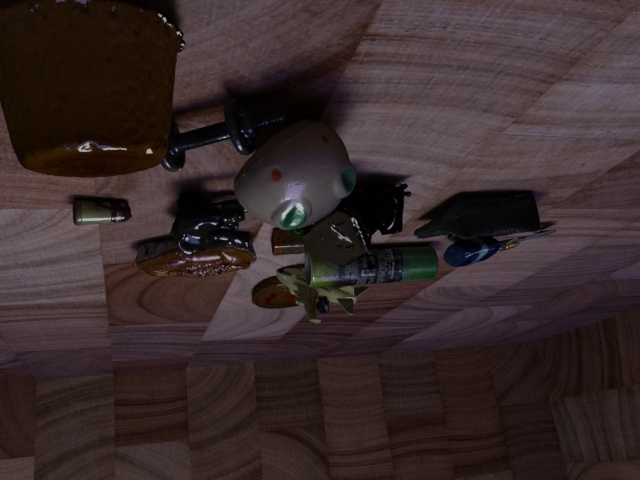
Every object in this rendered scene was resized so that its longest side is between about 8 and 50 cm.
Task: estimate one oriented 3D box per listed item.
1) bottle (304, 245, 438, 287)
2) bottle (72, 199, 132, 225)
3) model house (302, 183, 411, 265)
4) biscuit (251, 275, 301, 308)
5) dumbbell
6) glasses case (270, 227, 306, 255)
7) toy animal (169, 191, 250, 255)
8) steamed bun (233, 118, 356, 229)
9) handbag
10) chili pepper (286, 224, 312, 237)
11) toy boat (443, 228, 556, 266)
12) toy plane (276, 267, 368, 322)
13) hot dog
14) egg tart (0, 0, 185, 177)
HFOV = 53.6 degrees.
[{"bbox_3d":[0.129,0.064,1.597,0.330,0.093,0.093,-2,161,-13],"label":"bottle"},{"bbox_3d":[-0.397,-0.052,1.154,0.101,0.047,0.063,-2,-163,-27],"label":"bottle"},{"bbox_3d":[0.068,-0.046,1.236,0.141,0.164,0.203,42,148,-16],"label":"model house"},{"bbox_3d":[-0.075,0.155,1.867,0.257,0.049,0.273,-5,162,-7],"label":"biscuit"},{"bbox_3d":[-0.165,-0.147,0.897,0.254,0.081,0.081,-12,160,14],"label":"dumbbell"},{"bbox_3d":[0.000,0.000,1.432,0.218,0.049,0.075,-4,160,-10],"label":"glasses case"},{"bbox_3d":[-0.207,-0.022,1.193,0.146,0.114,0.245,0,160,-21],"label":"toy animal"},{"bbox_3d":[-0.033,-0.088,0.951,0.177,0.130,0.228,-35,180,-14],"label":"steamed bun"},{"bbox_3d":[0.357,-0.042,1.404,0.271,0.088,0.175,-6,172,-16],"label":"handbag"},{"bbox_3d":[-0.046,-0.045,1.265,0.072,0.073,0.204,-19,164,-7],"label":"chili pepper"},{"bbox_3d":[0.451,-0.003,1.567,0.291,0.067,0.220,-17,178,-16],"label":"toy boat"},{"bbox_3d":[-0.007,0.126,1.660,0.244,0.229,0.092,11,130,25],"label":"toy plane"},{"bbox_3d":[-0.277,0.037,1.403,0.268,0.075,0.144,-4,164,0],"label":"hot dog"},{"bbox_3d":[-0.251,-0.163,0.690,0.215,0.170,0.215,-6,177,0],"label":"egg tart"}]
